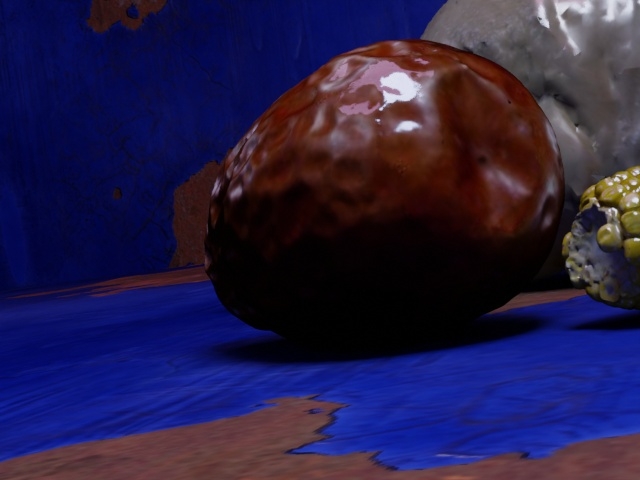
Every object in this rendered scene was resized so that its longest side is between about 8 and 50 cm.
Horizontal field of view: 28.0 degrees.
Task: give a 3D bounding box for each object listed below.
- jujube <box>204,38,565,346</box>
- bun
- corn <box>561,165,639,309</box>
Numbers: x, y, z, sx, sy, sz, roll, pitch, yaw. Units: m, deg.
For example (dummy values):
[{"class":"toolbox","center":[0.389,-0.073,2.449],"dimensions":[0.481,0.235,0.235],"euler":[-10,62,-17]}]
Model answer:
[{"class":"jujube","center":[0.023,-0.013,0.696],"dimensions":[0.168,0.168,0.236],"euler":[-9,-14,-35]},{"class":"bun","center":[0.202,-0.083,0.902],"dimensions":[0.281,0.282,0.205],"euler":[-8,26,-20]},{"class":"corn","center":[0.222,-0.010,0.648],"dimensions":[0.238,0.080,0.080],"euler":[-11,2,-28]}]
